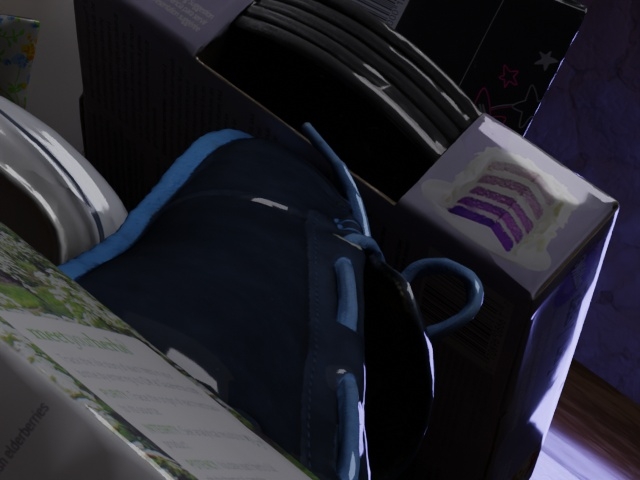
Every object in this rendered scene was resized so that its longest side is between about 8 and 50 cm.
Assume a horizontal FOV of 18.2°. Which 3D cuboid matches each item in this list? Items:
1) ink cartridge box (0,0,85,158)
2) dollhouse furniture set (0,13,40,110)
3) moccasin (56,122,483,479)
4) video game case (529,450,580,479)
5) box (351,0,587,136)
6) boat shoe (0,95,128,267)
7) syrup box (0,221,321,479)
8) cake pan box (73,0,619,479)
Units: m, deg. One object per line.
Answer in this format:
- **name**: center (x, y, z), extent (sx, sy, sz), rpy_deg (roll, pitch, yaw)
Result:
- **ink cartridge box**: center (-0.208, -0.126, 1.085), extent (0.207, 0.117, 0.283), rpy_deg (34, 5, -12)
- **dollhouse furniture set**: center (-0.222, -0.159, 0.842), extent (0.242, 0.212, 0.161), rpy_deg (8, 9, -9)
- **moccasin**: center (-0.022, 0.054, 0.644), extent (0.117, 0.137, 0.342), rpy_deg (21, 17, 3)
- **video game case**: center (0.089, 0.120, 1.297), extent (0.201, 0.023, 0.183), rpy_deg (36, 5, 25)
- **box**: center (0.011, -0.071, 1.170), extent (0.163, 0.247, 0.142), rpy_deg (23, 8, -21)
- **boat shoe**: center (-0.177, -0.029, 0.696), extent (0.226, 0.083, 0.076), rpy_deg (24, 14, 13)
- **syrup box**: center (-0.100, 0.035, 0.398), extent (0.237, 0.096, 0.093), rpy_deg (36, 3, 17)
- **cake pan box**: center (0.000, 0.000, 0.894), extent (0.246, 0.070, 0.267), rpy_deg (34, -27, 18)
